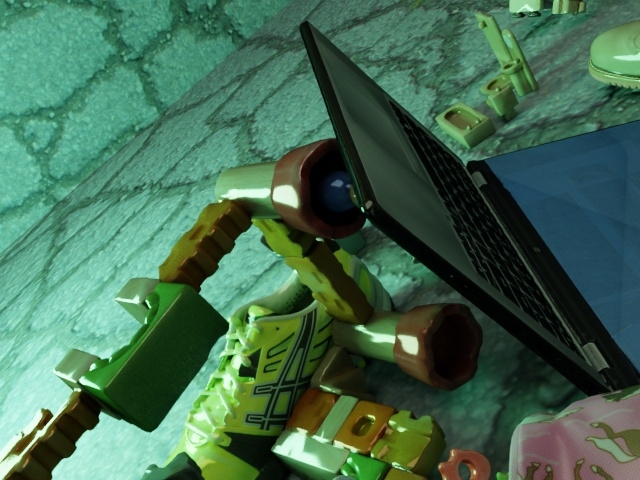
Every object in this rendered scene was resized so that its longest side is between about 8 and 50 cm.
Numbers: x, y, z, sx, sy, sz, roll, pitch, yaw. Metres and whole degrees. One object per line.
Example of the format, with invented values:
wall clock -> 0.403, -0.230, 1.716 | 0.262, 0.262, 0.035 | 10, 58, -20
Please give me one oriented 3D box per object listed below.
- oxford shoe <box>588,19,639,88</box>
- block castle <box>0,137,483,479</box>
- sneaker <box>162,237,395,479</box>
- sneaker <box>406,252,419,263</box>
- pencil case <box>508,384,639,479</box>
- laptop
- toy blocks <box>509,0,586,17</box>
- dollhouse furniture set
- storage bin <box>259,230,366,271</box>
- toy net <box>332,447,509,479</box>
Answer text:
oxford shoe -> 0.498, -0.284, 0.875 | 0.397, 0.146, 0.140 | -4, 41, 46
block castle -> -0.053, 0.166, 0.614 | 0.212, 0.303, 0.453 | 1, 47, 50
sneaker -> -0.076, 0.156, 0.832 | 0.145, 0.147, 0.385 | 5, 48, 49
sneaker -> 0.211, -0.036, 0.897 | 0.235, 0.090, 0.095 | -14, 62, 22
pencil case -> 0.305, 0.134, 0.426 | 0.386, 0.160, 0.167 | -23, -10, 24
laptop -> 0.222, -0.081, 0.640 | 0.236, 0.408, 0.382 | -44, 28, 18
toy blocks -> 0.509, -0.544, 1.262 | 0.288, 0.309, 0.260 | 11, 19, 41
dollhouse furniture set -> 0.239, -0.252, 1.147 | 0.151, 0.123, 0.144 | -34, 27, 2
storage bin -> 0.000, 0.000, 1.055 | 0.135, 0.091, 0.098 | -41, 27, -8
toy net -> 0.075, 0.200, 0.525 | 0.045, 0.232, 0.122 | 132, 149, -56
